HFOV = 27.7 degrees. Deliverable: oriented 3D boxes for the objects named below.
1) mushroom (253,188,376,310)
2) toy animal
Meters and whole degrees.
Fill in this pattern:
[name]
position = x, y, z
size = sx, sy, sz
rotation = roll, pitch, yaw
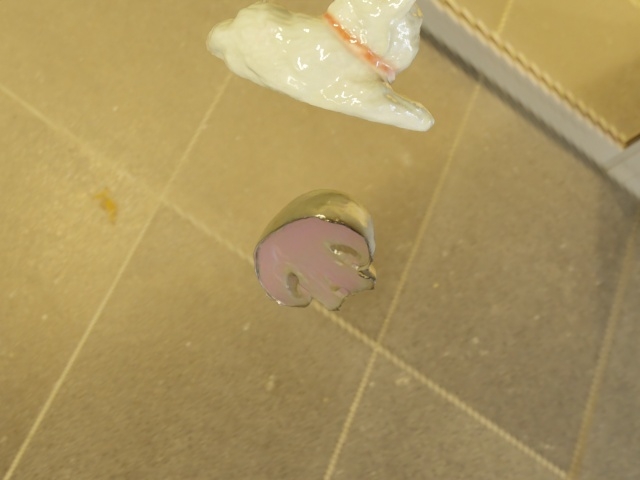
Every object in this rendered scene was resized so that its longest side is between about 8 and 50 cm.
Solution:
[mushroom]
position = 0.000, 0.000, 1.653
size = 0.141, 0.188, 0.117
rotation = 32, 51, -24
[toy animal]
position = -0.008, -0.286, 1.765
size = 0.266, 0.188, 0.308
rotation = -2, 28, -24
